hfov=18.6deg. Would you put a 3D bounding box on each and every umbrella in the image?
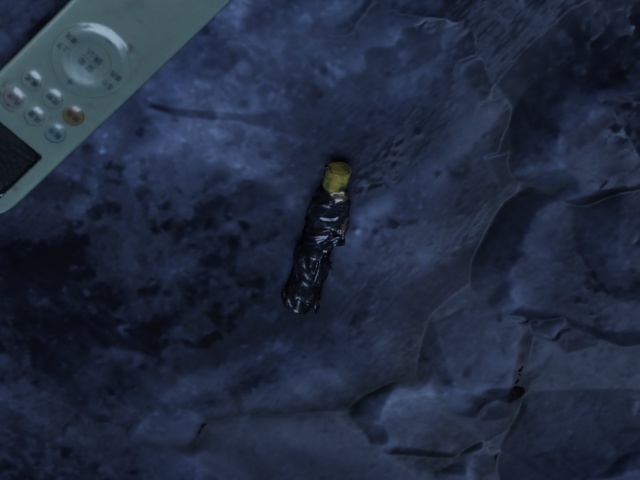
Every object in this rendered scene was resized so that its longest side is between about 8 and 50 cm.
[{"bbox_3d":[0.000,0.000,1.585,0.040,0.037,0.144,21,125,6],"label":"umbrella"}]

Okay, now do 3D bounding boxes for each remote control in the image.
[{"bbox_3d":[-0.188,-0.133,1.511,0.090,0.038,0.309,41,117,-20],"label":"remote control"}]
